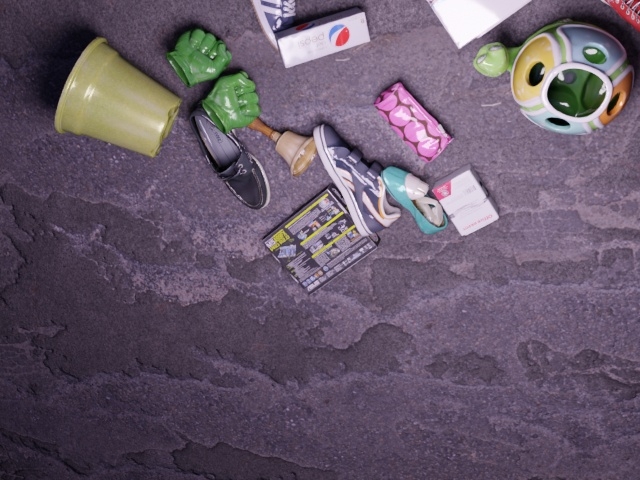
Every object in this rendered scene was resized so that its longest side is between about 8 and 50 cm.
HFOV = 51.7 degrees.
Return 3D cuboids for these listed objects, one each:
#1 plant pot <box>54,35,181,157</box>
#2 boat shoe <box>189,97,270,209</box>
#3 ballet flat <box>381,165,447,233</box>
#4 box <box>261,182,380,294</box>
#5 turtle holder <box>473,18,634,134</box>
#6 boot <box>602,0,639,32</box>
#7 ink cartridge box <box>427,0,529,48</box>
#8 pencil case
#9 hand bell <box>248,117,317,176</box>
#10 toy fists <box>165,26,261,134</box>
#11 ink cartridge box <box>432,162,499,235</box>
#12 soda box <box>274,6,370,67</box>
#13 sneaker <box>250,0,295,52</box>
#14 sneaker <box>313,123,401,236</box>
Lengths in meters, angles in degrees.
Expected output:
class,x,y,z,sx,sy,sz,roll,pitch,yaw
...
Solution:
class,x,y,z,sx,sy,sz,roll,pitch,yaw
plant pot,-0.519,-0.354,1.755,0.254,0.276,0.276,26,119,-9
boat shoe,-0.253,-0.221,1.803,0.127,0.113,0.340,-16,109,22
ballet flat,0.253,-0.109,1.695,0.087,0.083,0.247,-10,135,41
box,0.000,0.000,1.865,0.270,0.060,0.216,-37,99,27
turtle holder,0.525,-0.369,1.443,0.320,0.227,0.243,44,119,-7
boot,0.654,-0.499,1.374,0.244,0.176,0.088,42,120,-4
ink cartridge box,0.312,-0.591,1.418,0.197,0.198,0.270,-31,104,25
pencil case,0.232,-0.297,1.641,0.209,0.095,0.098,43,153,-8
hand bell,-0.131,-0.286,1.762,0.242,0.126,0.126,35,120,13
toy fists,-0.262,-0.417,1.698,0.142,0.096,0.279,-40,99,-17
ink cartridge box,0.376,-0.104,1.704,0.109,0.063,0.150,-29,104,26
soda box,0.004,-0.486,1.580,0.216,0.069,0.074,-18,122,-2
sneaker,-0.085,-0.595,1.588,0.153,0.099,0.282,-18,105,25
sneaker,0.102,-0.173,1.719,0.127,0.126,0.321,-22,109,22
